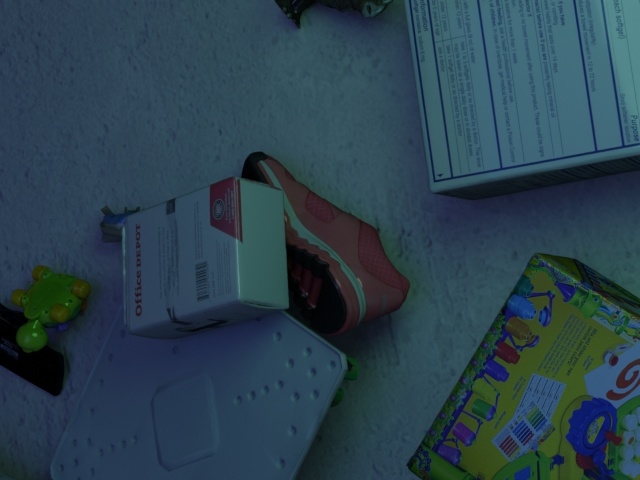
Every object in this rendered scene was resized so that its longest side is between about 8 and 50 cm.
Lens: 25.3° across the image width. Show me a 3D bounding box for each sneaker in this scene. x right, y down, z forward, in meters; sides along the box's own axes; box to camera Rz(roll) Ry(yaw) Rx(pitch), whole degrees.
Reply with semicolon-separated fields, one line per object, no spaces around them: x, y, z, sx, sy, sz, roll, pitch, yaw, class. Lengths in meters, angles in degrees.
0.000;0.001;1.811;0.314;0.136;0.116;53;140;38;sneaker

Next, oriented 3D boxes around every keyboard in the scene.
-0.434;0.141;2.047;0.192;0.038;0.100;26;122;23;keyboard

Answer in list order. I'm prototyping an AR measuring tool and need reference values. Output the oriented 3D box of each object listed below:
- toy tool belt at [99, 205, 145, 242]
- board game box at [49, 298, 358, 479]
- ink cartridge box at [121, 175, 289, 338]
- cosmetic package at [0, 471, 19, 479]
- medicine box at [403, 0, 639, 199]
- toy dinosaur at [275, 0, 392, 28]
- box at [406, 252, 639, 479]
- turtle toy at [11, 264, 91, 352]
-0.264;-0.026;1.956;0.083;0.052;0.051;-6;94;24;toy tool belt
-0.160;0.234;1.841;0.390;0.050;0.390;33;102;39;board game box
-0.146;0.027;1.771;0.218;0.092;0.158;-16;70;41;ink cartridge box
-0.417;0.450;1.900;0.385;0.156;0.217;25;98;6;cosmetic package
0.264;-0.201;1.663;0.289;0.149;0.263;-10;84;24;medicine box
-0.006;-0.377;1.834;0.160;0.121;0.313;-32;70;8;toy dinosaur
0.305;0.209;1.610;0.279;0.177;0.290;35;101;22;box
-0.379;0.097;1.982;0.095;0.066;0.130;19;53;24;turtle toy
